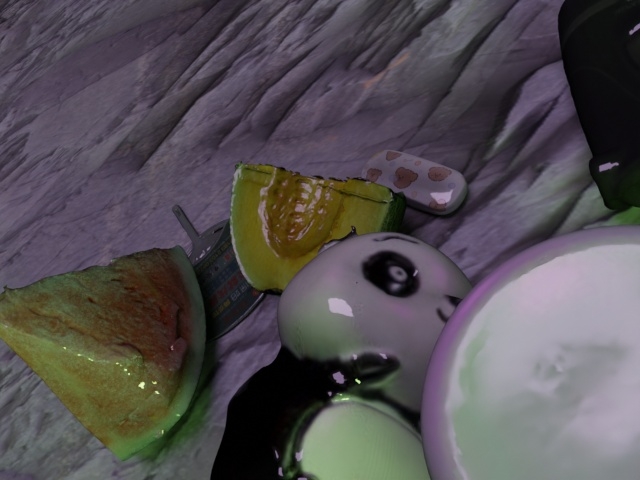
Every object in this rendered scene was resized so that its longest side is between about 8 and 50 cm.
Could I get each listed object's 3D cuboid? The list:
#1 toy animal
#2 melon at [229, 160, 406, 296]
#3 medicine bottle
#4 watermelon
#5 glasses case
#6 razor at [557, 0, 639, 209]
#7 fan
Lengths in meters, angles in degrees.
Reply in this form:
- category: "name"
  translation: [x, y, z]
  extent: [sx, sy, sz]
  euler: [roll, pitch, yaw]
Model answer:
- category: "toy animal"
  translation: [0.041, 0.142, 0.641]
  extent: [0.251, 0.251, 0.310]
  euler: [6, 56, 37]
- category: "melon"
  translation: [0.000, 0.000, 0.853]
  extent: [0.265, 0.129, 0.169]
  euler: [14, 91, 37]
- category: "medicine bottle"
  translation: [0.229, 0.155, 0.455]
  extent: [0.241, 0.302, 0.241]
  euler: [-17, 52, 24]
- category: "watermelon"
  translation: [-0.323, 0.162, 0.875]
  extent: [0.250, 0.292, 0.283]
  euler: [-59, 40, 31]
- category: "glasses case"
  translation: [0.123, -0.081, 0.868]
  extent: [0.164, 0.041, 0.063]
  euler: [27, 77, 43]
- category: "razor"
  translation: [0.383, -0.186, 0.716]
  extent: [0.204, 0.113, 0.349]
  euler: [-16, 49, 28]
- category: "fan"
  translation: [-0.185, 0.053, 1.006]
  extent: [0.294, 0.012, 0.223]
  euler: [10, 68, 38]
